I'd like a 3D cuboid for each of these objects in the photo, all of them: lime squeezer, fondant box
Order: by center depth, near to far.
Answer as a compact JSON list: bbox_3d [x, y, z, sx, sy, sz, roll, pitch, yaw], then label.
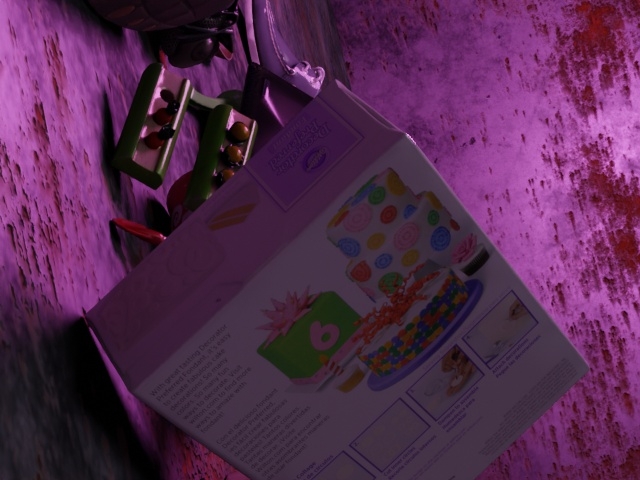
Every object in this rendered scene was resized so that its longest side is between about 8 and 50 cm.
[{"bbox_3d":[0.029,0.077,0.897,0.330,0.238,0.096,46,1,-44],"label":"fondant box"},{"bbox_3d":[-0.087,-0.102,1.413,0.310,0.058,0.110,68,11,-51],"label":"lime squeezer"}]

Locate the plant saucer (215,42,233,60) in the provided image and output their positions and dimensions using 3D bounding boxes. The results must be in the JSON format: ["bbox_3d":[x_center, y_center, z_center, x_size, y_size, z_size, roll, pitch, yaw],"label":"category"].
[{"bbox_3d":[-0.142,-0.293,1.458,0.168,0.029,0.169,-13,90,-82],"label":"plant saucer"}]

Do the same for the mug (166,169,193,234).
[{"bbox_3d":[-0.061,0.029,1.050,0.113,0.150,0.169,59,22,-51],"label":"mug"}]

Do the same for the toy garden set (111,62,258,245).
[{"bbox_3d":[-0.053,-0.017,0.995,0.244,0.049,0.204,30,48,-22],"label":"toy garden set"}]

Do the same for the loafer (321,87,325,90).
[{"bbox_3d":[0.037,-0.088,2.018,0.134,0.130,0.366,-44,120,-81],"label":"loafer"}]

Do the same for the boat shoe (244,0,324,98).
[{"bbox_3d":[-0.037,-0.232,1.853,0.116,0.099,0.319,-89,164,-61],"label":"boat shoe"}]

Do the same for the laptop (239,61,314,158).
[{"bbox_3d":[0.004,0.082,1.400,0.408,0.236,0.382,30,40,-23],"label":"laptop"}]

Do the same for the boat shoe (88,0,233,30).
[{"bbox_3d":[-0.153,-0.281,0.968,0.355,0.132,0.130,56,22,-73],"label":"boat shoe"}]

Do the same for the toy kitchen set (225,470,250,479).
[{"bbox_3d":[-0.001,0.303,1.058,0.207,0.122,0.166,-94,168,-50],"label":"toy kitchen set"}]

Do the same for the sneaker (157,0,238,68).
[{"bbox_3d":[-0.099,-0.241,1.184,0.227,0.087,0.130,-7,-89,57],"label":"sneaker"}]
